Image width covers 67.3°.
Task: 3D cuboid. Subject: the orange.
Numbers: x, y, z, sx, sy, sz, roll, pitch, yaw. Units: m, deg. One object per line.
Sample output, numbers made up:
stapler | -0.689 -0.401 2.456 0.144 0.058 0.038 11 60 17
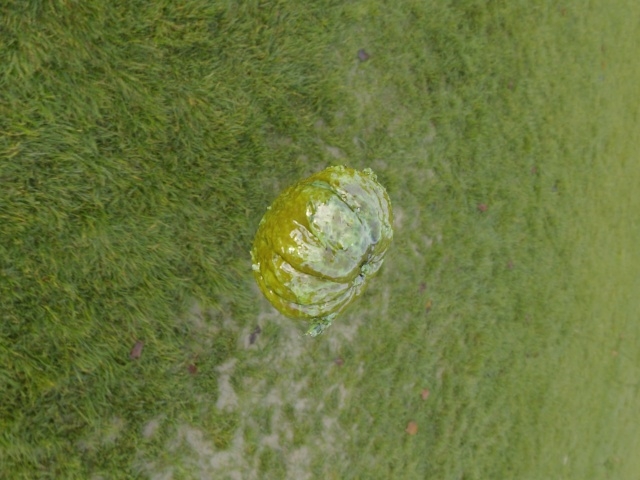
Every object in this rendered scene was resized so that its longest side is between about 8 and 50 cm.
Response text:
orange | 0.000 0.000 0.881 0.300 0.223 0.301 -35 152 -51
